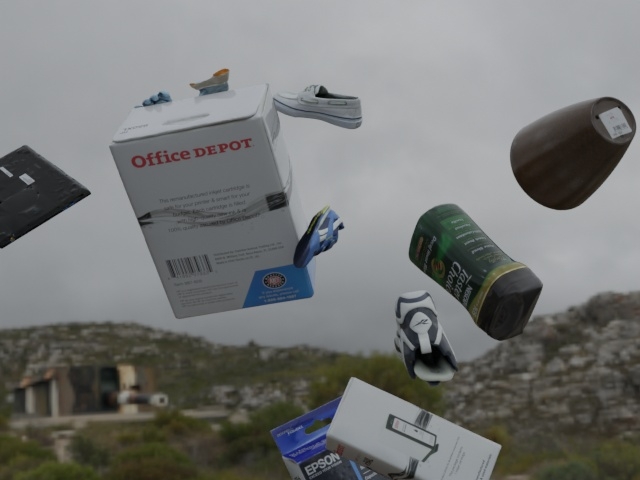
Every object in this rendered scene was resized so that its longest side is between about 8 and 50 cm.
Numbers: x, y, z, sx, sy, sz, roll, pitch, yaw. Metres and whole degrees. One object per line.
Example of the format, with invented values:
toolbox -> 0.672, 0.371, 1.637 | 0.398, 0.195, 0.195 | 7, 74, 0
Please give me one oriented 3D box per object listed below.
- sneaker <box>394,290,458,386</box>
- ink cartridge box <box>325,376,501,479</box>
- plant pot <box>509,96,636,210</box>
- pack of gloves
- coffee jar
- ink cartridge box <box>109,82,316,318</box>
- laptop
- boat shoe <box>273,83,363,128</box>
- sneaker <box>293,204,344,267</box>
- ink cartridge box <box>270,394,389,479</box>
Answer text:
sneaker -> 0.189, 0.215, 1.519 | 0.094, 0.153, 0.235 | -7, -42, -1
ink cartridge box -> 0.112, 0.266, 1.095 | 0.203, 0.086, 0.148 | 23, -18, 8
plant pot -> 0.554, -0.203, 1.800 | 0.215, 0.216, 0.230 | 1, -18, -18
pack of gloves -> -0.280, -0.299, 1.707 | 0.195, 0.046, 0.232 | -21, 1, -7
coffee jar -> 0.196, 0.039, 1.083 | 0.079, 0.184, 0.096 | -14, -47, -32
ink cartridge box -> -0.189, -0.070, 1.617 | 0.285, 0.395, 0.166 | -9, 31, 9
laptop -> -0.530, -0.009, 1.417 | 0.264, 0.137, 0.234 | -37, 47, -26
boat shoe -> -0.005, -0.313, 1.895 | 0.226, 0.076, 0.083 | 16, 31, 19
sneaker -> 0.000, 0.000, 1.541 | 0.059, 0.144, 0.053 | 42, -35, -16
ink cartridge box -> 0.067, 0.412, 1.348 | 0.165, 0.333, 0.065 | -23, -17, -25
